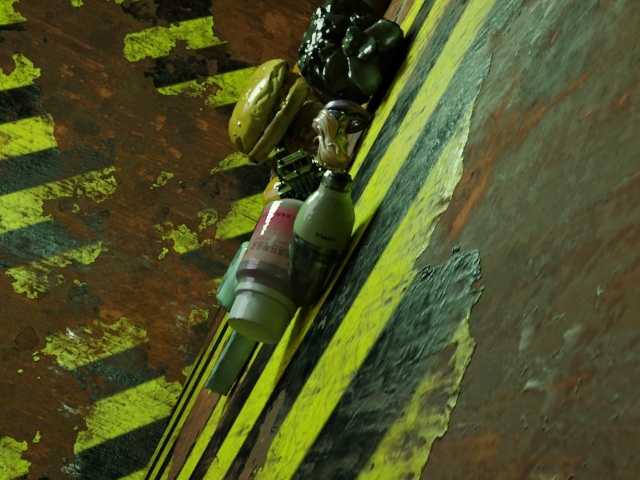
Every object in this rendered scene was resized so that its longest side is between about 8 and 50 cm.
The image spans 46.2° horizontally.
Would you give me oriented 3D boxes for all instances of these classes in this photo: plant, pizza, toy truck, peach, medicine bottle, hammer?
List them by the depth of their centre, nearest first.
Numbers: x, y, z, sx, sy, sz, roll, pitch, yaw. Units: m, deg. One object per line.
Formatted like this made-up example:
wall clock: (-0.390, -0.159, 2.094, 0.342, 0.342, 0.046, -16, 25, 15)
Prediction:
medicine bottle: (-0.075, 0.055, 1.352, 0.247, 0.147, 0.147, -68, 9, -26)
plant: (0.063, -0.417, 1.654, 0.215, 0.213, 0.312, -61, 7, 9)
toy truck: (-0.047, -0.144, 1.690, 0.127, 0.127, 0.257, -24, 18, 1)
peach: (-0.082, -0.097, 1.892, 0.138, 0.138, 0.138, -62, 9, 16)
pizza: (0.008, -0.274, 1.937, 0.195, 0.185, 0.052, -44, -37, -9)
hammer: (-0.190, 0.139, 1.977, 0.206, 0.118, 0.335, -63, 15, 12)

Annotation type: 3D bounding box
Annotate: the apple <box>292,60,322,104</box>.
apple: (0.006, -0.459, 2.223, 0.196, 0.196, 0.196, -62, 9, 16)

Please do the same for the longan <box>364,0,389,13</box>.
longan: (0.134, -0.834, 2.451, 0.246, 0.215, 0.246, -46, -7, -8)

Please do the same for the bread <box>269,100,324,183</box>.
bread: (-0.045, -0.260, 2.096, 0.173, 0.121, 0.311, -31, 36, 38)

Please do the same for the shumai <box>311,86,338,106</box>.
shumai: (0.079, -0.441, 1.955, 0.175, 0.166, 0.206, -6, 68, 49)

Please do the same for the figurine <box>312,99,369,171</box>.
figurine: (0.030, -0.228, 1.639, 0.126, 0.114, 0.157, 65, -132, -81)

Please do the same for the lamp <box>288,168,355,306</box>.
lamp: (0.000, 0.000, 1.223, 0.101, 0.101, 0.250, -85, 10, -68)

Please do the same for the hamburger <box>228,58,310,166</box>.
hamburger: (-0.147, -0.338, 1.999, 0.319, 0.158, 0.319, -60, 11, 20)

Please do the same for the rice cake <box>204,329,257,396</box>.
rice cake: (-0.170, 0.212, 1.732, 0.336, 0.066, 0.063, -61, 8, 16)
